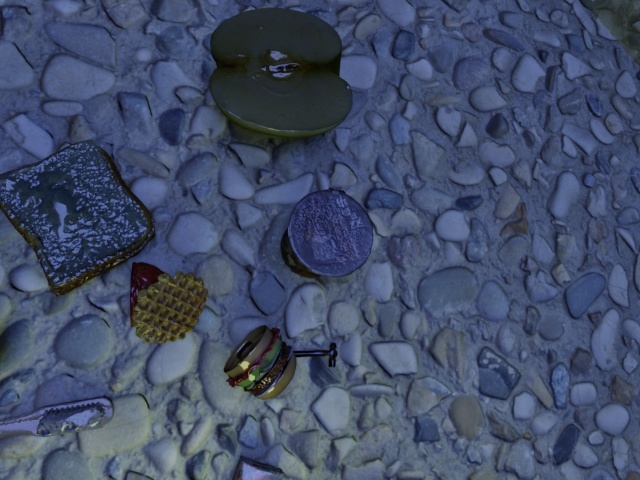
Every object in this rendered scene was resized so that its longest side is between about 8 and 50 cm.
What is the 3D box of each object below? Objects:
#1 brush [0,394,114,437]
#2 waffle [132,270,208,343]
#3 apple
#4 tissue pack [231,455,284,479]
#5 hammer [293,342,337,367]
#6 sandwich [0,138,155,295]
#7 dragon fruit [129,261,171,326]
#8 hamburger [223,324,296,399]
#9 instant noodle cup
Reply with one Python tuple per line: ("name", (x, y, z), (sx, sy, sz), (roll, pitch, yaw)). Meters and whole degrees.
("brush", (-0.618, 0.391, 0.920), (0.328, 0.065, 0.070), (-4, 82, -17))
("waffle", (-0.347, 0.157, 1.016), (0.191, 0.038, 0.191), (-19, 121, -34))
("apple", (-0.110, -0.436, 1.147), (0.360, 0.320, 0.311), (-4, 118, -13))
("tissue pack", (-0.161, 0.598, 1.019), (0.109, 0.060, 0.148), (24, 73, -13))
("hammer", (-0.040, 0.301, 1.143), (0.178, 0.021, 0.065), (3, 78, -16))
("sandwich", (-0.563, -0.061, 1.015), (0.271, 0.099, 0.301), (-36, 89, -21))
("dragon fruit", (-0.398, 0.123, 1.039), (0.106, 0.083, 0.162), (2, 74, -21))
("hamburger", (-0.132, 0.296, 1.042), (0.137, 0.175, 0.175), (43, 69, -12))
("instant noodle cup", (0.000, 0.000, 1.122), (0.218, 0.207, 0.217), (4, 77, -16))
